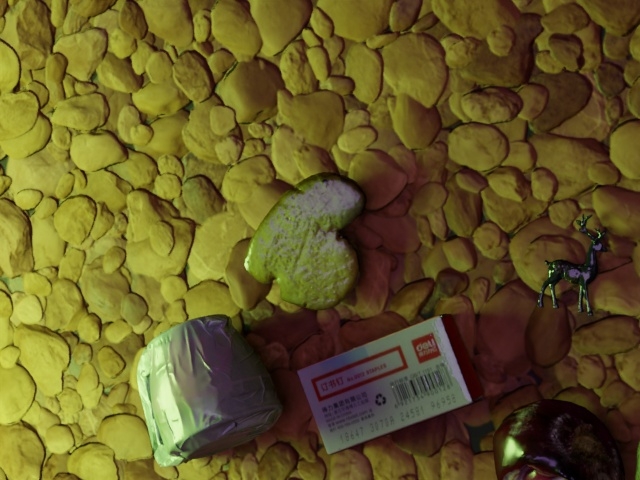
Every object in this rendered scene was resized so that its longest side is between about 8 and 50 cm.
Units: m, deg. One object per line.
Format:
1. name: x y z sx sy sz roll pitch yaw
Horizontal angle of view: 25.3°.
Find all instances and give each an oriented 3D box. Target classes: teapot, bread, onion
1. teapot: -0.155 0.194 1.911 0.163 0.221 0.178 -17 74 -17
2. bread: 0.000 0.000 1.868 0.149 0.065 0.188 40 103 4
3. onion: 0.281 0.275 1.745 0.173 0.135 0.198 45 148 -4

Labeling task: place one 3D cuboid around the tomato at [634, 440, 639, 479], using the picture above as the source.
1. tomato: 0.493 0.261 1.563 0.303 0.303 0.239 -25 59 21

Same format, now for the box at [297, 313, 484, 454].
1. box: 0.084 0.188 1.847 0.229 0.050 0.123 -24 82 22

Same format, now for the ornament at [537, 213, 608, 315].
1. ornament: 0.313 0.027 1.758 0.073 0.028 0.125 12 99 20
